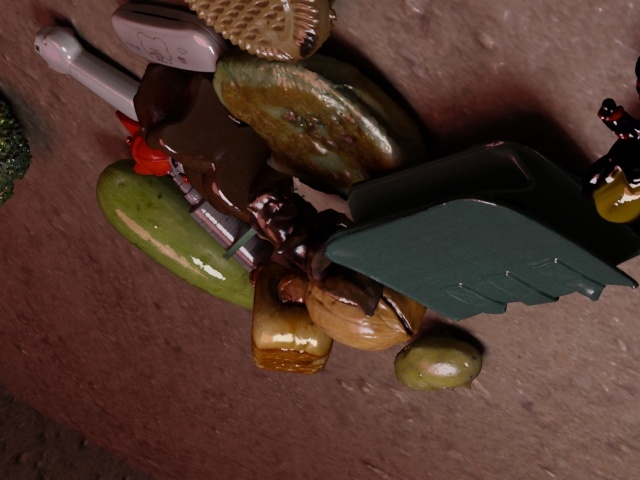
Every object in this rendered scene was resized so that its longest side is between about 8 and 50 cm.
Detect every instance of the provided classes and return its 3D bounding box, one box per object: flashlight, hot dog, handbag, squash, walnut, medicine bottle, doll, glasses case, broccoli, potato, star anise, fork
[{"bbox_3d":[-0.318,-0.240,1.958,0.200,0.047,0.093,34,158,5],"label":"flashlight"},{"bbox_3d":[-0.039,0.108,2.048,0.150,0.153,0.257,8,166,-1],"label":"hot dog"},{"bbox_3d":[0.179,-0.002,1.531,0.238,0.089,0.326,31,155,-25],"label":"handbag"},{"bbox_3d":[-0.198,0.010,2.160,0.370,0.118,0.118,40,158,-8],"label":"squash"},{"bbox_3d":[0.064,0.077,1.852,0.180,0.144,0.144,28,157,45],"label":"walnut"},{"bbox_3d":[-0.157,-0.036,2.080,0.199,0.057,0.057,44,157,-15],"label":"medicine bottle"},{"bbox_3d":[-0.237,-0.129,2.019,0.169,0.057,0.109,26,140,46],"label":"doll"},{"bbox_3d":[-0.190,-0.256,1.727,0.193,0.049,0.074,17,149,40],"label":"glasses case"},{"bbox_3d":[0.312,-0.075,1.265,0.127,0.088,0.249,32,153,15],"label":"doll"},{"bbox_3d":[-0.636,-0.174,2.345,0.260,0.235,0.288,11,162,-30],"label":"broccoli"},{"bbox_3d":[0.163,0.176,1.973,0.105,0.085,0.188,19,163,-10],"label":"potato"},{"bbox_3d":[0.005,0.005,1.723,0.220,0.099,0.214,40,-171,-7],"label":"star anise"},{"bbox_3d":[-0.086,-0.028,1.994,0.039,0.021,0.235,45,141,-5],"label":"fork"}]

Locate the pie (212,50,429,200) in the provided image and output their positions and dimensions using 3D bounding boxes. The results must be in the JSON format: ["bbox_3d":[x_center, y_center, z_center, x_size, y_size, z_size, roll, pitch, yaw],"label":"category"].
[{"bbox_3d":[-0.001,-0.136,1.640,0.302,0.067,0.302,29,160,12],"label":"pie"}]

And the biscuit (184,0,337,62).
[{"bbox_3d":[-0.085,-0.300,1.444,0.259,0.079,0.259,32,156,16],"label":"biscuit"}]

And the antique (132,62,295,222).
[{"bbox_3d":[-0.152,-0.130,1.828,0.257,0.121,0.143,44,167,-31],"label":"antique"}]
